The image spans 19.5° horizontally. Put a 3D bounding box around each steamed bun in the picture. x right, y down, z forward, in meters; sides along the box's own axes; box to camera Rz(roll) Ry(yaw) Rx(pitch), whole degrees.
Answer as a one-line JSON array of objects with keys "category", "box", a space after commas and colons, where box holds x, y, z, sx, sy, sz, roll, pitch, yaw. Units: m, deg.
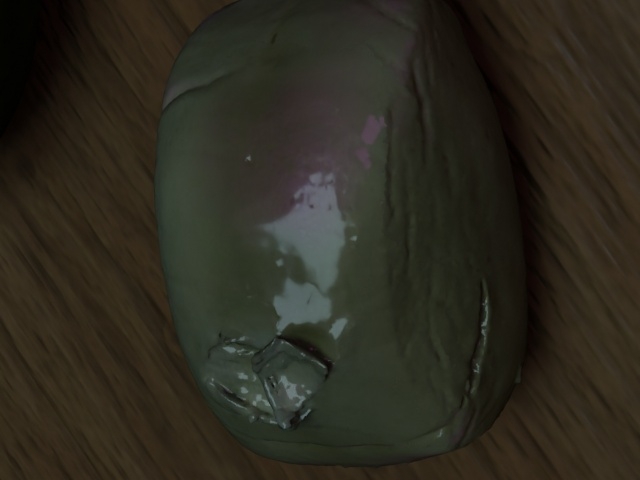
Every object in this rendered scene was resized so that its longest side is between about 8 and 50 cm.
[{"category": "steamed bun", "box": [0.000, 0.000, 0.900, 0.170, 0.152, 0.239, -2, 109, 33]}]

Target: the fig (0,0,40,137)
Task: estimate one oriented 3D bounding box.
[{"category": "fig", "box": [-0.240, -0.122, 1.013, 0.225, 0.203, 0.203, -40, 83, 3]}]
